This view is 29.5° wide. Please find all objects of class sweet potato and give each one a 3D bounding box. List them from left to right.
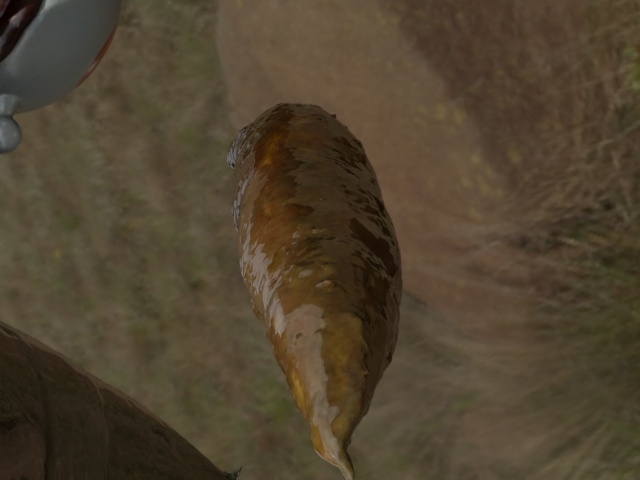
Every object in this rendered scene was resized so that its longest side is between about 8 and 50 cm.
[{"bbox_3d":[0.000,0.000,0.475,0.066,0.072,0.314,-57,19,16],"label":"sweet potato"}]

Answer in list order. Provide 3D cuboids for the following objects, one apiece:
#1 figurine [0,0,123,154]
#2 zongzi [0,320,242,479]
[{"bbox_3d":[-0.156,-0.137,0.610,0.183,0.226,0.160,-3,132,29],"label":"figurine"},{"bbox_3d":[-0.141,0.113,0.489,0.500,0.466,0.218,10,91,62],"label":"zongzi"}]
